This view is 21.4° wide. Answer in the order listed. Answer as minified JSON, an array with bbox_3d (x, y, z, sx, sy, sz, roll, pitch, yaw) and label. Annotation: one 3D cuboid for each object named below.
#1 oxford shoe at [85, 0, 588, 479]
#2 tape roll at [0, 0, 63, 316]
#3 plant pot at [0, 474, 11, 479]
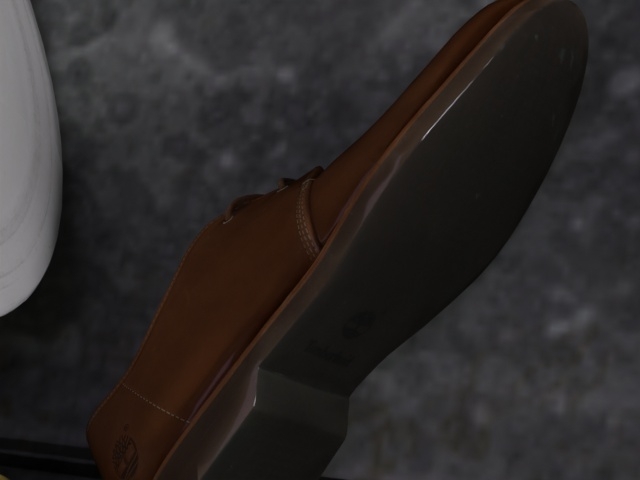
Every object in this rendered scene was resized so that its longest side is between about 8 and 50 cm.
[{"bbox_3d":[0.000,0.000,0.529,0.212,0.076,0.076,-50,53,-1],"label":"oxford shoe"},{"bbox_3d":[-0.212,-0.063,0.530,0.169,0.246,0.246,-20,68,15],"label":"tape roll"},{"bbox_3d":[-0.132,0.143,0.512,0.095,0.134,0.134,-51,61,28],"label":"plant pot"}]
